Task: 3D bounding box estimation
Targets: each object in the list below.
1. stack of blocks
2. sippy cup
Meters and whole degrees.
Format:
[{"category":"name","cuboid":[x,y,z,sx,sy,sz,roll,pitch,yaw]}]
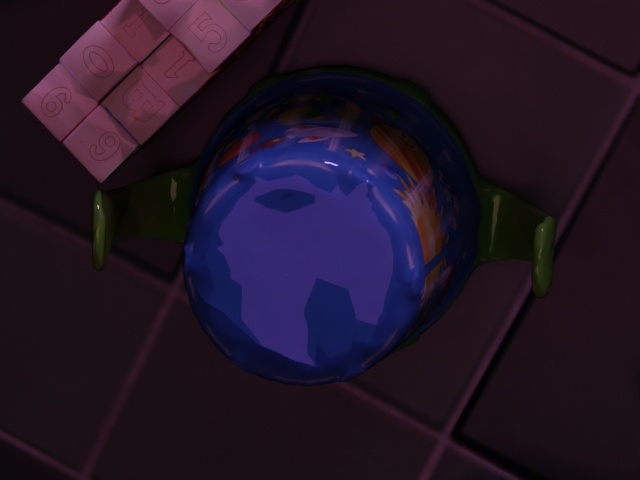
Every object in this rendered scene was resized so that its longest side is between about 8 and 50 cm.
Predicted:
[{"category":"stack of blocks","cuboid":[-0.079,-0.177,1.367,0.297,0.171,0.087,-42,94,15]},{"category":"sippy cup","cuboid":[0.000,0.000,1.368,0.305,0.224,0.240,-32,97,13]}]
